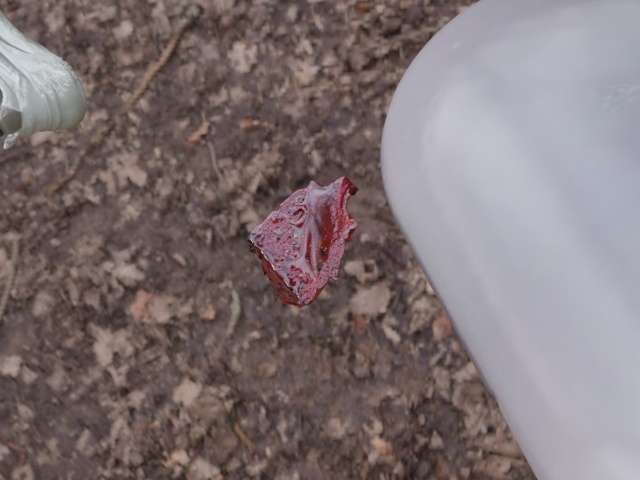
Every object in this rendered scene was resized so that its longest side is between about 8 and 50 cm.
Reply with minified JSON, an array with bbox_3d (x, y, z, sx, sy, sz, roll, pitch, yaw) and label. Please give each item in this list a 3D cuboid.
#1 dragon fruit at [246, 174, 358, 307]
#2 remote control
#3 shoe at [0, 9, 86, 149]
[{"bbox_3d":[0.001,0.002,1.068,0.131,0.097,0.063,-42,38,-11],"label":"dragon fruit"},{"bbox_3d":[0.154,0.001,0.405,0.221,0.103,0.332,-16,51,-11],"label":"remote control"},{"bbox_3d":[-0.454,-0.224,1.340,0.316,0.124,0.159,36,50,7],"label":"shoe"}]
